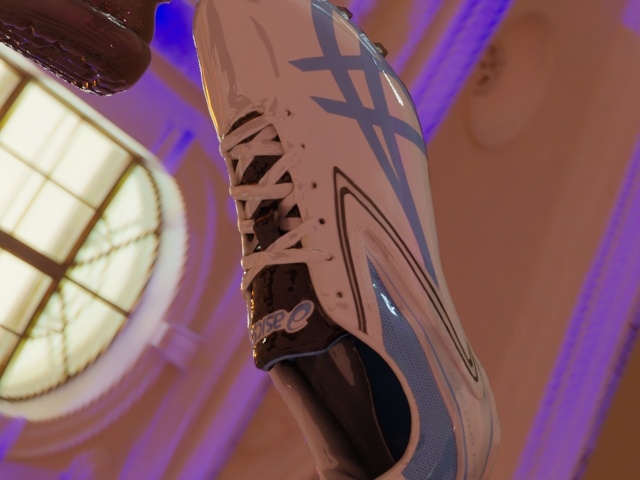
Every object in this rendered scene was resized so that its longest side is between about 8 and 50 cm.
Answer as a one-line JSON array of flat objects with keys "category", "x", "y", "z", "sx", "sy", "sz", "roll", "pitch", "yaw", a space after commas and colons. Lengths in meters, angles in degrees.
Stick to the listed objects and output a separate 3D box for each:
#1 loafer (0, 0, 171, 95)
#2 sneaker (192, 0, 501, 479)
[{"category": "loafer", "x": -0.176, "y": -0.190, "z": 0.928, "sx": 0.130, "sy": 0.134, "sz": 0.366, "roll": -57, "pitch": -141, "yaw": 5}, {"category": "sneaker", "x": 0.000, "y": 0.000, "z": 0.682, "sx": 0.085, "sy": 0.086, "sz": 0.237, "roll": -28, "pitch": -101, "yaw": 39}]
